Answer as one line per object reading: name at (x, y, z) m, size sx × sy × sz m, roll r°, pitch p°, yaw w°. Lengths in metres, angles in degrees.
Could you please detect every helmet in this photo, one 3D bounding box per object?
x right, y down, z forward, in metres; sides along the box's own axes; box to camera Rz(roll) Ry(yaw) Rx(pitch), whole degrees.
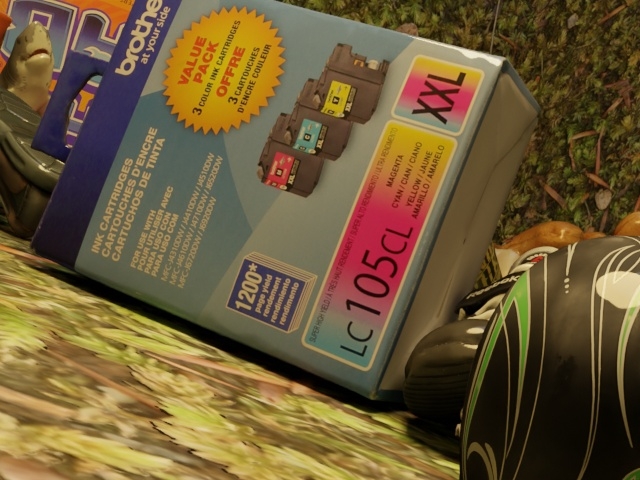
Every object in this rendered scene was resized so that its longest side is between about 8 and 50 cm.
helmet at (0.153, 0.078, 0.512) m, size 0.169 × 0.161 × 0.169 m, roll 19°, pitch 1°, yaw 0°

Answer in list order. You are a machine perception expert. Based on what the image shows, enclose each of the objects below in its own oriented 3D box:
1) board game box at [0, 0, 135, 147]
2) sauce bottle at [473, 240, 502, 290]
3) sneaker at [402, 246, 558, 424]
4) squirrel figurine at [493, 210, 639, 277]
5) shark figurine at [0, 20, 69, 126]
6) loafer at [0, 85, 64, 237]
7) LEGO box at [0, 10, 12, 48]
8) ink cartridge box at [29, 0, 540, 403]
board game box at (-0.317, -0.205, 1.584) m, size 0.356 × 0.356 × 0.356 m, roll 19°, pitch 2°, yaw -2°
sauce bottle at (0.141, 0.035, 1.107) m, size 0.111 × 0.111 × 0.344 m, roll 20°, pitch -25°, yaw 32°
sneaker at (0.152, 0.070, 0.786) m, size 0.122 × 0.146 × 0.330 m, roll -8°, pitch -16°, yaw 26°
squirrel figurine at (0.282, 0.092, 1.615) m, size 0.370 × 0.281 × 0.397 m, roll 9°, pitch -12°, yaw -8°
shark figurine at (-0.440, -0.163, 1.291) m, size 0.116 × 0.278 × 0.166 m, roll 49°, pitch -3°, yaw 25°
loafer at (-0.345, -0.096, 1.110) m, size 0.096 × 0.084 × 0.267 m, roll 24°, pitch 14°, yaw -39°
LEGO box at (-0.544, -0.184, 0.704) m, size 0.500 × 0.193 × 0.372 m, roll 19°, pitch 0°, yaw 14°
ink cartridge box at (-0.057, -0.056, 0.855) m, size 0.395 × 0.270 × 0.151 m, roll 19°, pitch -4°, yaw 27°
